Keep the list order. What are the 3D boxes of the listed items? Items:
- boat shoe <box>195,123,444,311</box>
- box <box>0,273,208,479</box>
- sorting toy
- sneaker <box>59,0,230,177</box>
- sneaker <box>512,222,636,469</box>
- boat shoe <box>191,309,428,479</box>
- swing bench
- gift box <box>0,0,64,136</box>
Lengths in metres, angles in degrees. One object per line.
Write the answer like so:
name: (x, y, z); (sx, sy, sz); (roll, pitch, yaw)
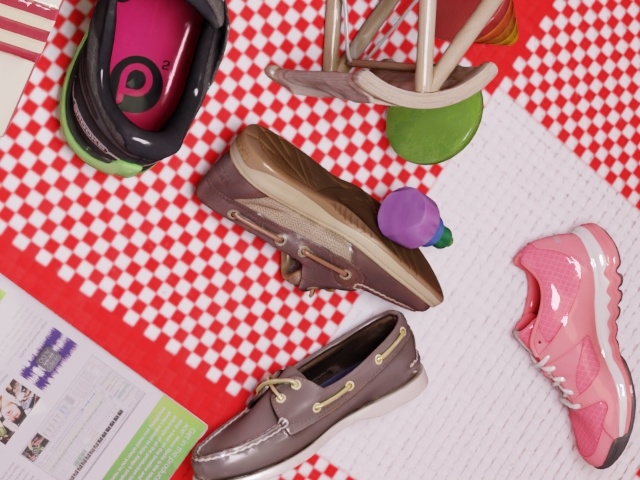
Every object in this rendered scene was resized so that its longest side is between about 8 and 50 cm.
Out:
boat shoe: (0.000, 0.000, 1.805); (0.123, 0.123, 0.342); (-43, 127, 19)
box: (-0.313, 0.208, 1.709); (0.322, 0.058, 0.232); (40, 81, -23)
sorting toy: (0.168, -0.153, 1.842); (0.126, 0.127, 0.365); (29, 72, -49)
sneaker: (-0.148, -0.299, 1.626); (0.185, 0.202, 0.482); (5, 96, -26)
sneaker: (0.309, 0.139, 1.973); (0.136, 0.116, 0.313); (-8, 94, -13)
boat shoe: (-0.019, 0.185, 1.805); (0.324, 0.116, 0.096); (-25, 112, -26)
swing bench: (0.091, -0.260, 1.715); (0.165, 0.253, 0.254); (19, 90, -26)
gift box: (-0.384, -0.269, 1.458); (0.258, 0.276, 0.255); (19, 102, -27)
